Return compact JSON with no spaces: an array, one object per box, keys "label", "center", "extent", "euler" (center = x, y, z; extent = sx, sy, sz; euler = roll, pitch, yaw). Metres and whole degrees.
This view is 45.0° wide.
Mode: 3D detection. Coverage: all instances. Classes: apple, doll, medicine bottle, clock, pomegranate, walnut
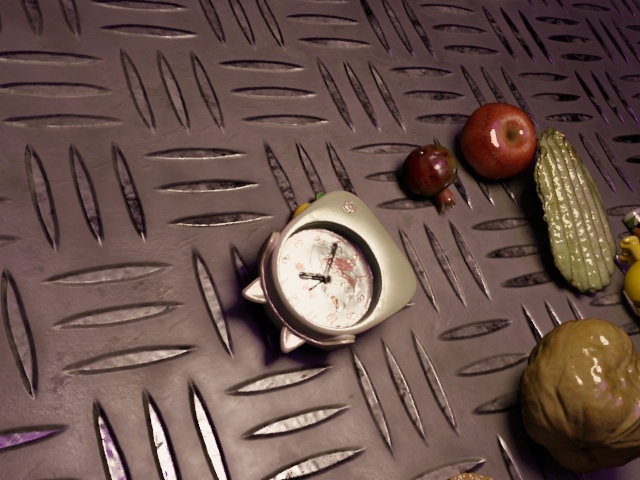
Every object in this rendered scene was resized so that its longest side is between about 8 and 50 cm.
[{"label":"apple","center":[0.443,-0.244,1.942],"extent":[0.201,0.162,0.201],"euler":[5,76,-23]},{"label":"doll","center":[0.834,0.156,1.875],"extent":[0.145,0.199,0.363],"euler":[-20,51,5]},{"label":"medicine bottle","center":[0.902,0.019,2.102],"extent":[0.092,0.061,0.221],"euler":[-28,74,-15]},{"label":"clock","center":[0.003,0.074,1.459],"extent":[0.324,0.108,0.265],"euler":[-33,86,-32]},{"label":"pomegranate","center":[0.254,-0.142,1.797],"extent":[0.129,0.129,0.159],"euler":[-21,114,-39]},{"label":"walnut","center":[0.535,0.310,1.537],"extent":[0.282,0.253,0.277],"euler":[41,48,2]}]

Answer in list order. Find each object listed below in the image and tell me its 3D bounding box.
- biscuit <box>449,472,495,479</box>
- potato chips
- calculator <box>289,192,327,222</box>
[{"label":"biscuit","center":[0.292,0.523,1.389],"extent":[0.219,0.033,0.220],"euler":[17,49,-20]},{"label":"potato chips","center":[0.642,-0.076,1.952],"extent":[0.358,0.070,0.429],"euler":[0,73,-50]},{"label":"calculator","center":[0.000,0.000,1.588],"extent":[0.146,0.032,0.235],"euler":[24,50,-15]}]
